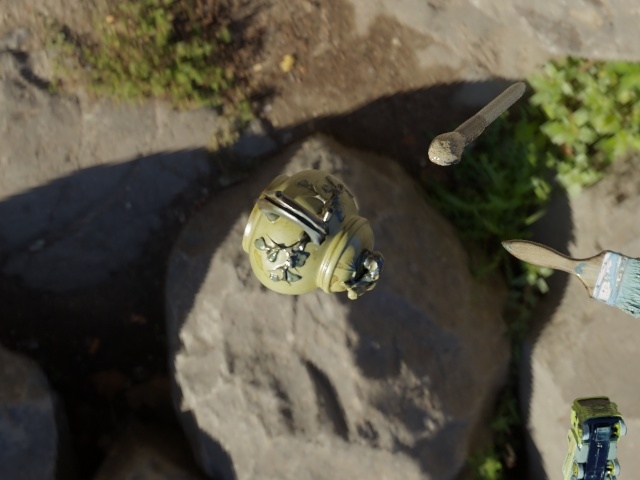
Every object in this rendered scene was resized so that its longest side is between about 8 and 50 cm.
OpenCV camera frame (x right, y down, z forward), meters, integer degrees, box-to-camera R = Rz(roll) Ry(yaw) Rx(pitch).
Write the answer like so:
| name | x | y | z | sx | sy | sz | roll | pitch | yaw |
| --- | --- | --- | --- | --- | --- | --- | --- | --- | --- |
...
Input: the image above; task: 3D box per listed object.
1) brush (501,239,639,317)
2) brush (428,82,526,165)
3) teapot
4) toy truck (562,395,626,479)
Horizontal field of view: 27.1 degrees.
| name | x | y | z | sx | sy | sz | roll | pitch | yaw |
| --- | --- | --- | --- | --- | --- | --- | --- | --- | --- |
| brush | 0.310 | 0.033 | 1.591 | 0.021 | 0.196 | 0.070 | 1 | 107 | -74 |
| brush | 0.227 | -0.166 | 1.835 | 0.299 | 0.042 | 0.039 | -36 | 124 | -50 |
| teapot | 0.000 | 0.000 | 1.752 | 0.173 | 0.182 | 0.269 | -59 | 166 | -9 |
| toy truck | 0.432 | 0.324 | 2.132 | 0.077 | 0.100 | 0.169 | -5 | 121 | -8 |
